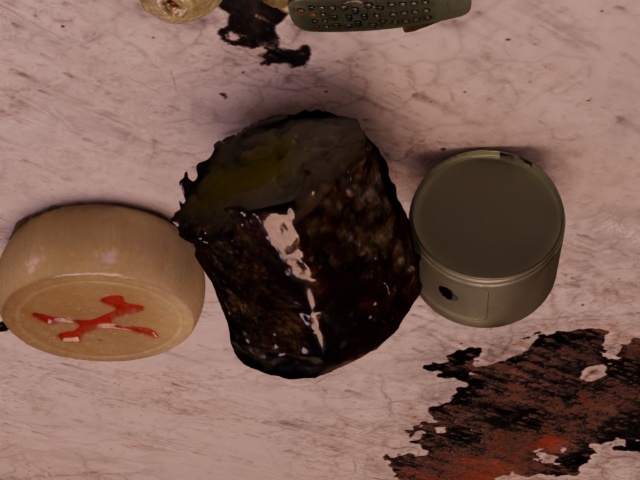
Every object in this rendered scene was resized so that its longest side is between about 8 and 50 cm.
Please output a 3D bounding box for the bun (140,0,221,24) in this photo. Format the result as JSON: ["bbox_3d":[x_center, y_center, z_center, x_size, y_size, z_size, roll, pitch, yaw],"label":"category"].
[{"bbox_3d":[-0.168,-0.304,1.716,0.115,0.069,0.115,-1,151,-1],"label":"bun"}]

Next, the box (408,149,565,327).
[{"bbox_3d":[0.242,-0.004,2.085,0.226,0.226,0.149,-2,150,3],"label":"box"}]

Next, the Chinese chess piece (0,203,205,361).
[{"bbox_3d":[-0.355,0.073,2.295,0.338,0.140,0.338,-1,151,0],"label":"Chinese chess piece"}]

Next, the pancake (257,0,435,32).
[{"bbox_3d":[0.050,-0.335,1.706,0.288,0.033,0.286,-15,148,25],"label":"pancake"}]

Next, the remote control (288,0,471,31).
[{"bbox_3d":[0.072,-0.288,1.714,0.222,0.042,0.072,-4,151,9],"label":"remote control"}]

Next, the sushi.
[{"bbox_3d":[-0.024,-0.004,1.952,0.281,0.299,0.294,-6,125,31],"label":"sushi"}]
